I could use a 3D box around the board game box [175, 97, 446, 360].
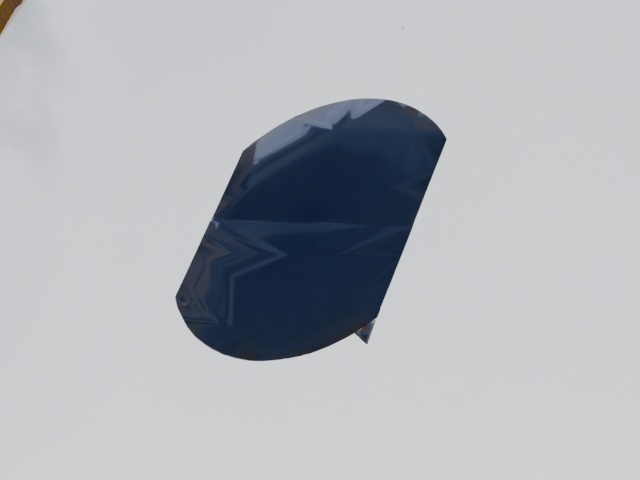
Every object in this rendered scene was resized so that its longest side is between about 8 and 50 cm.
[{"bbox_3d":[0.000,0.000,0.886,0.133,0.033,0.168,1,-125,36],"label":"board game box"}]

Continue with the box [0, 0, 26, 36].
[{"bbox_3d":[-0.098,-0.138,0.521,0.081,0.028,0.136,33,-99,4],"label":"box"}]
